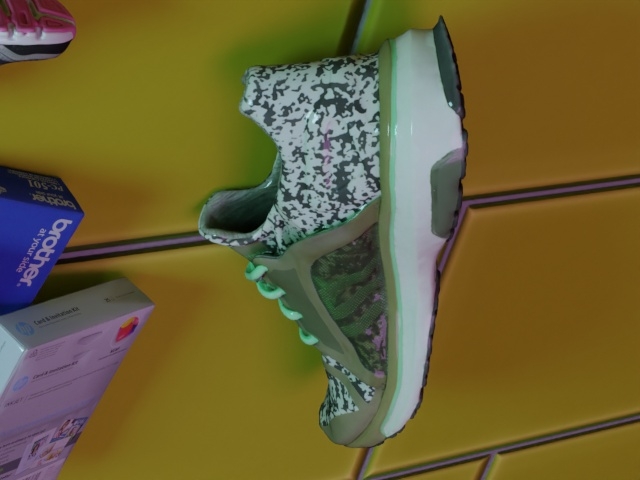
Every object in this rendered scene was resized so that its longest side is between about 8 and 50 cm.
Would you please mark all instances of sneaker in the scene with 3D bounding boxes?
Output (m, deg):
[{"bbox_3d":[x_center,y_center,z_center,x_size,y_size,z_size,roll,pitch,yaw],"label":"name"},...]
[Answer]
[{"bbox_3d":[-0.230,-0.108,0.985,0.170,0.063,0.074,-11,134,-24],"label":"sneaker"},{"bbox_3d":[0.000,0.000,1.250,0.182,0.158,0.410,5,134,-2],"label":"sneaker"}]

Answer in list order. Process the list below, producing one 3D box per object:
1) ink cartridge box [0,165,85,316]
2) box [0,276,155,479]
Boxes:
[{"bbox_3d":[-0.254,0.042,1.124,0.097,0.046,0.207,12,120,-45],"label":"ink cartridge box"},{"bbox_3d":[-0.211,0.119,1.195,0.145,0.038,0.186,-19,147,-57],"label":"box"}]
